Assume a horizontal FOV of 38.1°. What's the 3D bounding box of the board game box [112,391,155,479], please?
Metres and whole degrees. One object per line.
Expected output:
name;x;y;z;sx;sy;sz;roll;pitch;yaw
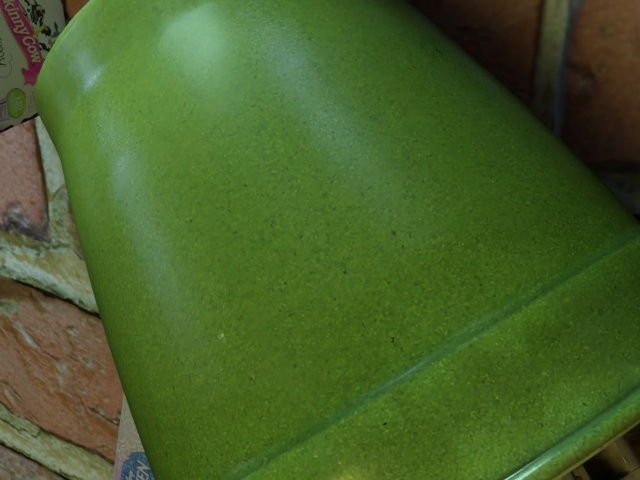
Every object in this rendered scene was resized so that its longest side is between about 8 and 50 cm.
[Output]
board game box;-0.065;0.240;0.938;0.318;0.066;0.318;29;128;19

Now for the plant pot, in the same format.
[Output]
plant pot;0.000;0.000;0.602;0.366;0.366;0.353;-42;76;42

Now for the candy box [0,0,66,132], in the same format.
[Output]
candy box;-0.312;-0.173;0.796;0.070;0.196;0.164;15;124;28

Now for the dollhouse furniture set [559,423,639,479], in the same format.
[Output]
dollhouse furniture set;0.220;0.178;0.594;0.161;0.212;0.242;62;160;12
